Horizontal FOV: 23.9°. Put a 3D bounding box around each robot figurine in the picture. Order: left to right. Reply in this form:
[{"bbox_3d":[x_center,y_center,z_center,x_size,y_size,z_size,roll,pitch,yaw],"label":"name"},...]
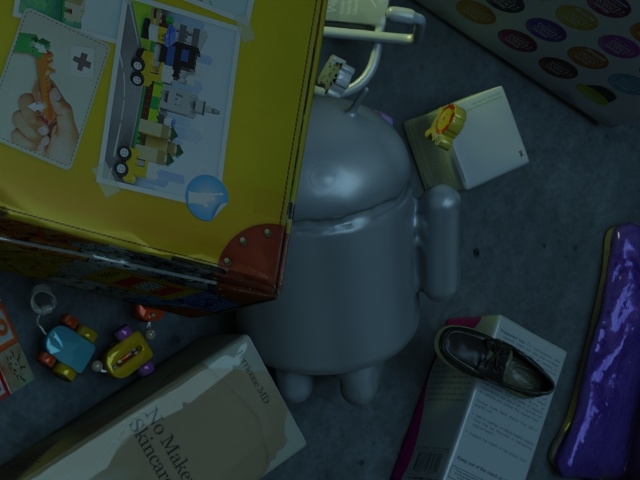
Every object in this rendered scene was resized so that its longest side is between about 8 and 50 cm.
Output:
[{"bbox_3d":[0.000,0.000,1.589,0.299,0.200,0.354,0,117,8],"label":"robot figurine"}]

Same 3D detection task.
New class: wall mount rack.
[{"bbox_3d":[-0.022,-0.346,1.697,0.304,0.130,0.350,6,80,4],"label":"wall mount rack"}]

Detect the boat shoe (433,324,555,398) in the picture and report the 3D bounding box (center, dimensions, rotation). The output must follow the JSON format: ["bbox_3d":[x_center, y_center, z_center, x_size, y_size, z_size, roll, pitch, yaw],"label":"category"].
[{"bbox_3d":[0.197,0.133,1.680,0.152,0.049,0.056,23,75,-24],"label":"boat shoe"}]

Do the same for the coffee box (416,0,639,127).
[{"bbox_3d":[0.370,-0.382,1.788,0.337,0.334,0.338,30,70,-22],"label":"coffee box"}]

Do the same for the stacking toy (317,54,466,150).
[{"bbox_3d":[0.042,-0.083,1.696,0.167,0.052,0.221,22,105,-24],"label":"stacking toy"}]

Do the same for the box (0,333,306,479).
[{"bbox_3d":[-0.185,0.232,1.548,0.311,0.121,0.148,-34,101,-27],"label":"box"}]

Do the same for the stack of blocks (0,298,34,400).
[{"bbox_3d":[-0.405,0.038,1.422,0.171,0.087,0.297,-34,103,-61],"label":"stack of blocks"}]

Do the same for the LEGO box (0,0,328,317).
[{"bbox_3d":[-0.198,-0.219,1.386,0.372,0.193,0.500,16,74,-27],"label":"LEGO box"}]

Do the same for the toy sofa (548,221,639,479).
[{"bbox_3d":[0.431,0.156,1.877,0.177,0.150,0.363,25,74,-26],"label":"toy sofa"}]

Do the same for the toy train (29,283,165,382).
[{"bbox_3d":[-0.230,0.086,1.584,0.166,0.046,0.125,-6,87,-32],"label":"toy train"}]

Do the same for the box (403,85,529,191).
[{"bbox_3d":[0.172,-0.116,1.796,0.101,0.087,0.102,-23,97,-29],"label":"box"}]

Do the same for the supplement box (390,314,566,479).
[{"bbox_3d":[0.183,0.208,1.758,0.114,0.111,0.220,27,73,-24],"label":"supplement box"}]
